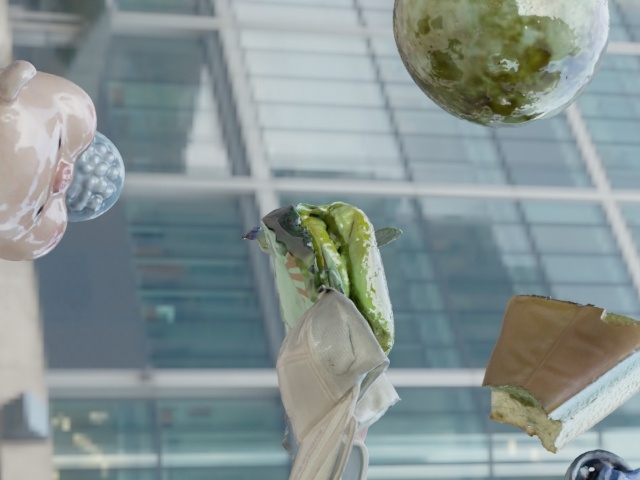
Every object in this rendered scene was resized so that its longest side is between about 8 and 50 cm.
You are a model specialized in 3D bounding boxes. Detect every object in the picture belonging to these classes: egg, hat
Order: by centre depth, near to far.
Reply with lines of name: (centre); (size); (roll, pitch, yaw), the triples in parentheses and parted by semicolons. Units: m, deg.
hat: (-0.010, 0.175, 1.688); (0.164, 0.226, 0.219); (39, -11, 16)
egg: (0.200, -0.246, 2.000); (0.238, 0.289, 0.238); (5, -82, 38)

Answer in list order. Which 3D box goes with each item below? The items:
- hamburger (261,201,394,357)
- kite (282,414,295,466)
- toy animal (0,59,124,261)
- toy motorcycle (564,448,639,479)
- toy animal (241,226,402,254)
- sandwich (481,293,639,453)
hamburger: (0.016, 0.057, 1.934); (0.235, 0.125, 0.214); (122, -53, -68)
kite: (0.010, 0.338, 2.120); (0.169, 0.015, 0.310); (-42, -125, 54)
toy animal: (-0.349, -0.095, 1.850); (0.221, 0.229, 0.210); (18, -83, 29)
toy motorcycle: (0.415, 0.418, 2.142); (0.182, 0.241, 0.319); (-29, -127, 44)
toy animal: (-0.008, 0.013, 2.105); (0.041, 0.217, 0.075); (59, 46, -38)
sandwich: (0.341, 0.186, 2.347); (0.108, 0.220, 0.186); (74, 31, -51)
